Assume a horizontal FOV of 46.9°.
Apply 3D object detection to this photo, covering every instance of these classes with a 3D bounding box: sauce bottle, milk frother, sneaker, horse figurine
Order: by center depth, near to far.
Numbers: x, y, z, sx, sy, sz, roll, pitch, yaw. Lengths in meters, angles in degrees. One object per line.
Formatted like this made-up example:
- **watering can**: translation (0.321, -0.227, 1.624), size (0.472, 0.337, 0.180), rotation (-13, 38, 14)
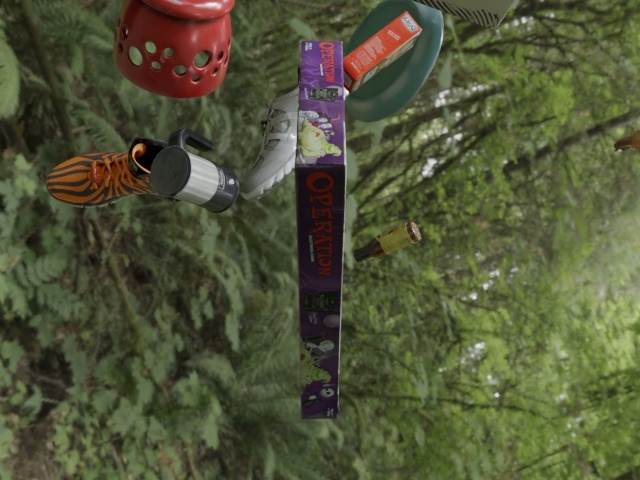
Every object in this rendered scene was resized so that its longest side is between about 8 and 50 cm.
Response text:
- **milk frother**: translation (-0.236, -0.102, 1.231), size (0.134, 0.143, 0.129), rotation (20, 43, -60)
- **sneaker**: translation (-0.068, -0.193, 1.307), size (0.115, 0.281, 0.105), rotation (36, -16, -7)
- **sauce bottle**: translation (0.120, 0.006, 1.351), size (0.042, 0.128, 0.042), rotation (50, 26, -36)
- **sneaker**: translation (-0.407, -0.152, 1.506), size (0.180, 0.320, 0.125), rotation (129, -49, -77)
- **horse figurine**: translation (0.790, -0.235, 1.719), size (0.263, 0.174, 0.066), rotation (-44, 128, -71)

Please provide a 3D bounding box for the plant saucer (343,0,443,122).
- **plant saucer**: translation (0.143, -0.424, 1.671), size (0.043, 0.318, 0.318), rotation (22, 32, -36)

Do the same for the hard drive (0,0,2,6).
- **hard drive**: translation (-0.584, -0.469, 1.128), size (0.064, 0.236, 0.339), rotation (50, -51, 16)

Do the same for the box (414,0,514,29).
- **box**: translation (0.246, -0.525, 1.456), size (0.094, 0.274, 0.113), rotation (119, -14, -58)

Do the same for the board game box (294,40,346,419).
- **board game box**: translation (0.000, 0.000, 0.763), size (0.208, 0.056, 0.347), rotation (-96, -176, -47)

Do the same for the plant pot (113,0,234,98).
- **plant pot**: translation (-0.233, -0.355, 1.205), size (0.174, 0.191, 0.191), rotation (-64, -143, 43)

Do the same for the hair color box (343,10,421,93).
- **hair color box**: translation (0.094, -0.307, 1.208), size (0.043, 0.141, 0.072), rotation (50, -9, 2)
